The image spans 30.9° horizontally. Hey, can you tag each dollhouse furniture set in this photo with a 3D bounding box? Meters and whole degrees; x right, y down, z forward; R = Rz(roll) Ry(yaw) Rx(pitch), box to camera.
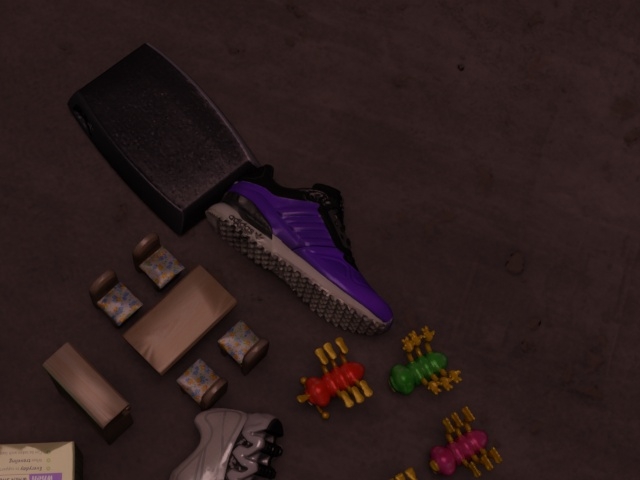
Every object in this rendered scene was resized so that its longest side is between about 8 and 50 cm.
[{"bbox_3d":[-0.216,0.129,1.470,0.212,0.161,0.242,44,73,9],"label":"dollhouse furniture set"}]

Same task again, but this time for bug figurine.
[{"bbox_3d":[0.105,0.247,1.513,0.216,0.072,0.279,-23,72,-17],"label":"bug figurine"}]

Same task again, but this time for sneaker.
[{"bbox_3d":[-0.141,0.348,1.448,0.118,0.110,0.292,13,71,17],"label":"sneaker"},{"bbox_3d":[0.000,0.000,1.567,0.293,0.102,0.146,37,71,7],"label":"sneaker"}]

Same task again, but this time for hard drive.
[{"bbox_3d":[-0.217,-0.151,1.619,0.172,0.054,0.254,-38,80,-16],"label":"hard drive"}]

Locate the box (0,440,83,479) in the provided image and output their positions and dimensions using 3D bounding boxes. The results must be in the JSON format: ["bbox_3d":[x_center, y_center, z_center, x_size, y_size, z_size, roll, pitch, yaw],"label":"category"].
[{"bbox_3d":[-0.399,0.372,1.395,0.214,0.117,0.242,-1,71,-7],"label":"box"}]
